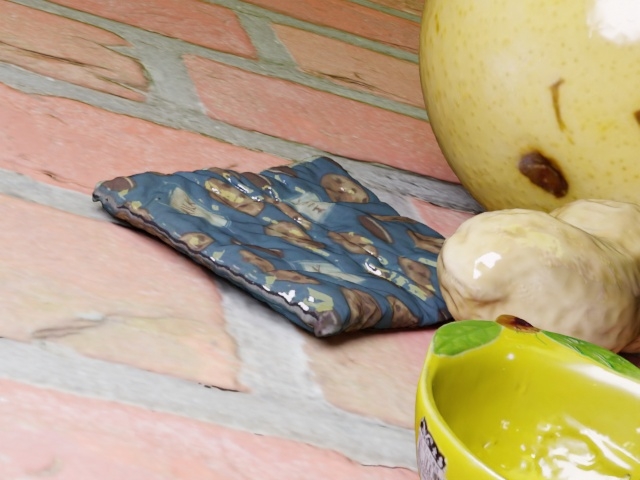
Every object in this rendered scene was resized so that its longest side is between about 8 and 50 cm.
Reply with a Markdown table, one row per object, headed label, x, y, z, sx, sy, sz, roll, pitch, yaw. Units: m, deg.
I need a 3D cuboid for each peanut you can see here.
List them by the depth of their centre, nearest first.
| label | x | y | z | sx | sy | sz | roll | pitch | yaw |
| --- | --- | --- | --- | --- | --- | --- | --- | --- | --- |
| peanut | 0.158 | 0.026 | 0.989 | 0.103 | 0.098 | 0.229 | 11 | 9 | 36 |

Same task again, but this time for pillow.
| label | x | y | z | sx | sy | sz | roll | pitch | yaw |
| --- | --- | --- | --- | --- | --- | --- | --- | --- | --- |
| pillow | 0.000 | 0.001 | 1.000 | 0.189 | 0.034 | 0.255 | 32 | 20 | 27 |

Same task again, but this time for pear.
| label | x | y | z | sx | sy | sz | roll | pitch | yaw |
| --- | --- | --- | --- | --- | --- | --- | --- | --- | --- |
| pear | 0.246 | -0.144 | 1.157 | 0.348 | 0.348 | 0.348 | 18 | 18 | -6 |

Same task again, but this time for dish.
| label | x | y | z | sx | sy | sz | roll | pitch | yaw |
| --- | --- | --- | --- | --- | --- | --- | --- | --- | --- |
| dish | 0.103 | 0.111 | 0.708 | 0.148 | 0.080 | 0.208 | 11 | 21 | -15 |
